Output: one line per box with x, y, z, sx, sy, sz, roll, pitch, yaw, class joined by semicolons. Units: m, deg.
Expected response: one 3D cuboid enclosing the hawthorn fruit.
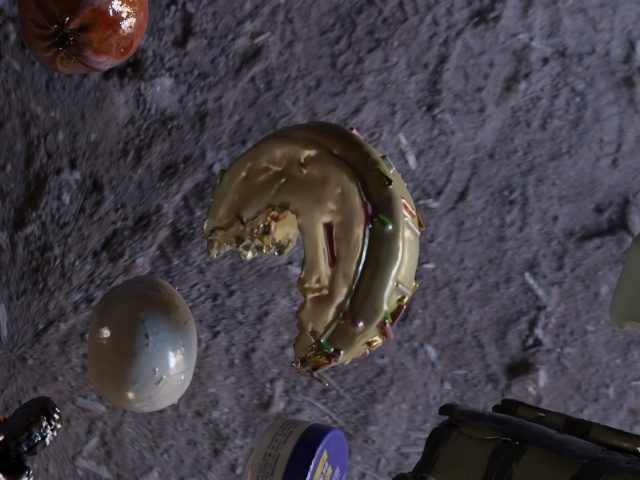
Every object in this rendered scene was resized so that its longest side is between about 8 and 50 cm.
-0.297;-0.297;1.361;0.173;0.173;0.172;2;84;-16;hawthorn fruit

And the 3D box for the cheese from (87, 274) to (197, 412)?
-0.253;0.154;1.524;0.154;0.189;0.198;4;93;2;cheese

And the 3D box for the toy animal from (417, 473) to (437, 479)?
-0.059;0.145;0.318;0.241;0.099;0.057;-39;53;-7;toy animal

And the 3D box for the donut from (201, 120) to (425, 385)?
-0.001;-0.010;1.533;0.150;0.371;0.307;13;117;-47;donut

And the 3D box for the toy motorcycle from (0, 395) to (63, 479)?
-0.468;0.315;1.187;0.401;0.207;0.134;-49;118;-37;toy motorcycle

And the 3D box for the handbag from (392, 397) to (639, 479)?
0.215;0.275;0.635;0.162;0.327;0.325;-28;112;-30;handbag

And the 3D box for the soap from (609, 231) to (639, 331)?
0.410;0.028;0.934;0.290;0.095;0.172;10;104;-24;soap

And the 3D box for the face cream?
-0.041;0.379;1.657;0.111;0.206;0.206;8;80;19;face cream
